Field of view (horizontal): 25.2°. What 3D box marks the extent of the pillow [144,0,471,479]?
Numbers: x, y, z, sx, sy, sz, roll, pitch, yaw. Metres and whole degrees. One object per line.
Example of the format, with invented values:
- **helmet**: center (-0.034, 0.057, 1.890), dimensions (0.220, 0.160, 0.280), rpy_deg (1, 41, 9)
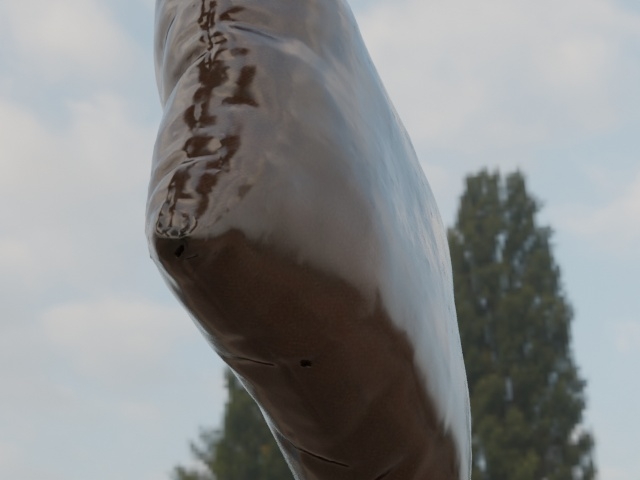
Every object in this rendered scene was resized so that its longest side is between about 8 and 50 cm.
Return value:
- **pillow**: center (0.000, 0.000, 0.705), dimensions (0.108, 0.305, 0.308), rpy_deg (-18, -51, 12)
